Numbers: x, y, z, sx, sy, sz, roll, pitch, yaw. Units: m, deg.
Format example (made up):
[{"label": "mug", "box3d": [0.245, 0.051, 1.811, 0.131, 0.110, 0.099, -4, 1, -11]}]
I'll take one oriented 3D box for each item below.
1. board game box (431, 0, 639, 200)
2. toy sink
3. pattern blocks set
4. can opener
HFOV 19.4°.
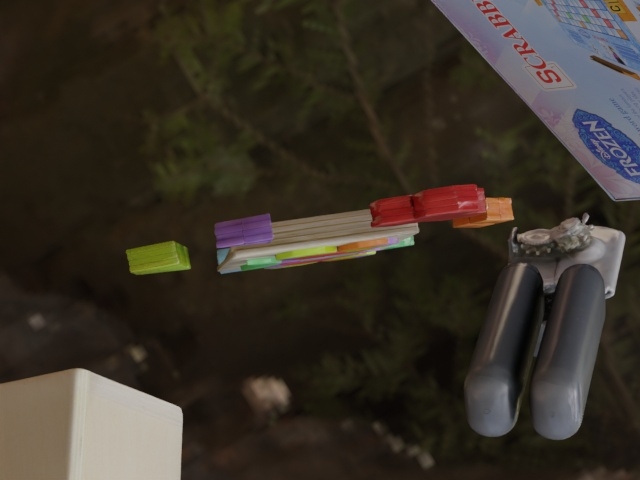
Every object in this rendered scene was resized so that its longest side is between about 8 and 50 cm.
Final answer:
[{"label": "board game box", "box3d": [0.218, -0.147, 1.086, 0.318, 0.318, 0.066, -3, -128, 47]}, {"label": "toy sink", "box3d": [-0.193, 0.227, 1.319, 0.152, 0.131, 0.234, -14, -116, 31]}, {"label": "pattern blocks set", "box3d": [0.000, 0.000, 1.389, 0.285, 0.026, 0.325, -8, 177, 8]}, {"label": "can opener", "box3d": [0.143, 0.055, 1.158, 0.074, 0.093, 0.280, -1, -162, 14]}]
